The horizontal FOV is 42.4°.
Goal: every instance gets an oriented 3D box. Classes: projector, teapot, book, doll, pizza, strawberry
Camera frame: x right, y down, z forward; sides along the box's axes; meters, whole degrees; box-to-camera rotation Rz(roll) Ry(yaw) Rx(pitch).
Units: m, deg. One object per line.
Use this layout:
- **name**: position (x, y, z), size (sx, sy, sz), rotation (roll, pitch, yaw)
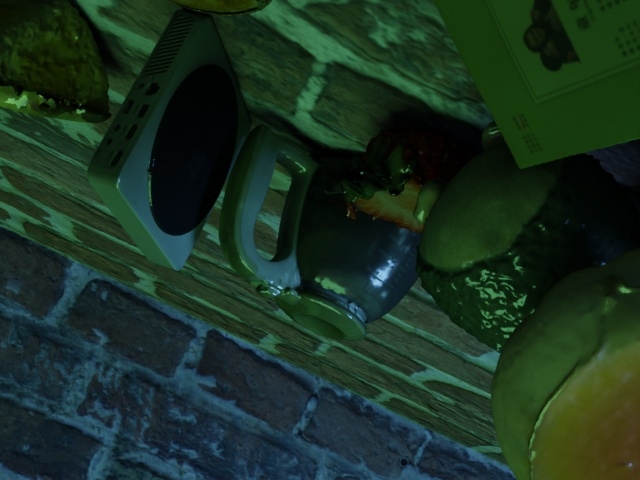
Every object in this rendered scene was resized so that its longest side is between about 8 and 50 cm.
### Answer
- **projector**: position (-0.192, -0.125, 1.083), size (0.079, 0.257, 0.259), rotation (17, 158, 15)
- **teapot**: position (0.021, 0.006, 1.198), size (0.239, 0.239, 0.322), rotation (10, 154, 30)
- **book**: position (0.221, -0.193, 0.636), size (0.239, 0.035, 0.352), rotation (60, 155, -8)
- **doll**: position (0.269, 0.031, 0.937), size (0.349, 0.247, 0.247), rotation (37, 156, -19)
- **pizza**: position (-0.155, -0.314, 0.901), size (0.184, 0.036, 0.176), rotation (10, 154, 37)
- **strawberry**: position (0.143, -0.072, 1.074), size (0.286, 0.106, 0.188), rotation (20, 162, -32)

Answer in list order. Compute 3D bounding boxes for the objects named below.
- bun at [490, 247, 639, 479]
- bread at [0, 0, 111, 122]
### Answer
- **bun**: position (0.298, 0.123, 0.759), size (0.298, 0.165, 0.299), rotation (-2, 121, -4)
- **bread**: position (-0.430, -0.265, 1.150), size (0.204, 0.163, 0.262), rotation (13, 179, 23)
